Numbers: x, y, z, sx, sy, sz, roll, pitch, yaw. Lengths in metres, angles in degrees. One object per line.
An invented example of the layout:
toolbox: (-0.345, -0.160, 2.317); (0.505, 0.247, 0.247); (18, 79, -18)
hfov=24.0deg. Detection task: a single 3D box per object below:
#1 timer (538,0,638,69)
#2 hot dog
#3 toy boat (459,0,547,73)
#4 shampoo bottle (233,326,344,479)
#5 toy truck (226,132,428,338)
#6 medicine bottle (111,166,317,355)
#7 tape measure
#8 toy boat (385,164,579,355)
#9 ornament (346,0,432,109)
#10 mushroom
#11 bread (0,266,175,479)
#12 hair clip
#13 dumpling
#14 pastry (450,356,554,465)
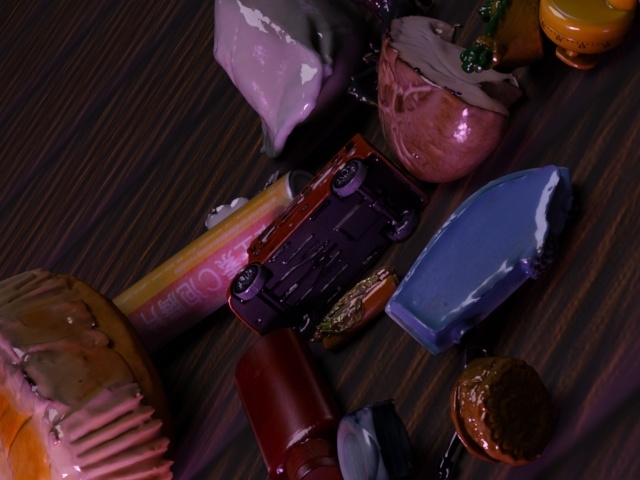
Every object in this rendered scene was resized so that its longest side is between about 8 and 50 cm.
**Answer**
timer: (0.291, -0.257, 1.629); (0.109, 0.107, 0.107); (90, -171, -49)
hot dog: (0.039, 0.075, 1.693); (0.133, 0.041, 0.056); (-44, 28, 14)
toy boat: (0.211, -0.239, 1.715); (0.088, 0.089, 0.229); (-5, 22, 13)
shampoo bottle: (-0.027, 0.195, 1.627); (0.102, 0.064, 0.260); (-43, 29, 9)
toy truck: (0.000, 0.000, 1.772); (0.253, 0.107, 0.114); (-46, 27, 9)
medicine bottle: (-0.163, 0.051, 1.961); (0.426, 0.108, 0.108); (-36, 31, 28)
tape measure: (0.102, 0.187, 1.472); (0.179, 0.104, 0.107); (-26, -7, -22)
toy boat: (0.174, 0.014, 1.520); (0.109, 0.098, 0.238); (42, 83, 21)
ornament: (0.052, -0.279, 1.932); (0.080, 0.202, 0.236); (-44, 29, 42)
mushroom: (0.132, -0.154, 1.760); (0.286, 0.156, 0.151); (-108, 32, -59)
bread: (-0.313, 0.198, 1.862); (0.389, 0.183, 0.236); (56, 132, 33)
hair clip: (-0.099, -0.034, 2.032); (0.172, 0.049, 0.116); (-37, 26, 32)
dumpling: (-0.034, -0.260, 2.063); (0.211, 0.270, 0.320); (-6, 24, 27)
pastry: (0.163, 0.152, 1.350); (0.057, 0.097, 0.109); (-14, 25, 48)
